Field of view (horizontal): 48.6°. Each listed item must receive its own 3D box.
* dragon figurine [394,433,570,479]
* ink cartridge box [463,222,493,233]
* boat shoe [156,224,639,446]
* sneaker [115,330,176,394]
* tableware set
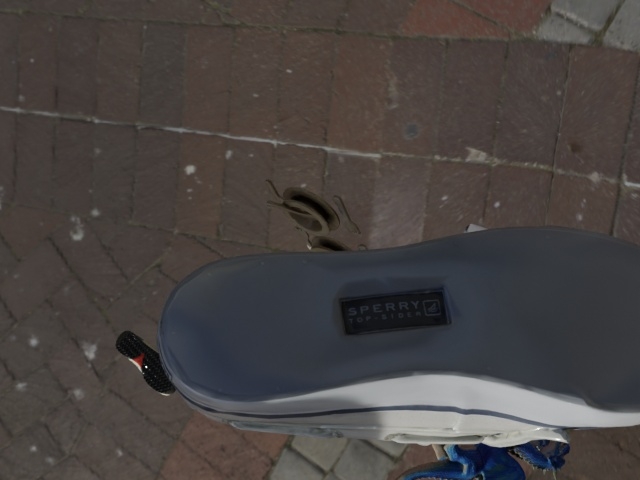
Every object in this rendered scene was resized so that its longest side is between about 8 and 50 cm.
[{"bbox_3d":[0.232,0.323,1.007,0.144,0.289,0.085,58,149,8],"label":"dragon figurine"},{"bbox_3d":[0.418,0.134,1.113,0.395,0.270,0.151,24,93,-18],"label":"ink cartridge box"},{"bbox_3d":[0.081,0.088,0.492,0.367,0.156,0.136,-4,61,-7],"label":"boat shoe"},{"bbox_3d":[-0.318,0.235,1.356,0.161,0.075,0.057,37,86,24],"label":"sneaker"},{"bbox_3d":[0.000,0.000,0.988,0.128,0.194,0.039,16,62,35],"label":"tableware set"}]
